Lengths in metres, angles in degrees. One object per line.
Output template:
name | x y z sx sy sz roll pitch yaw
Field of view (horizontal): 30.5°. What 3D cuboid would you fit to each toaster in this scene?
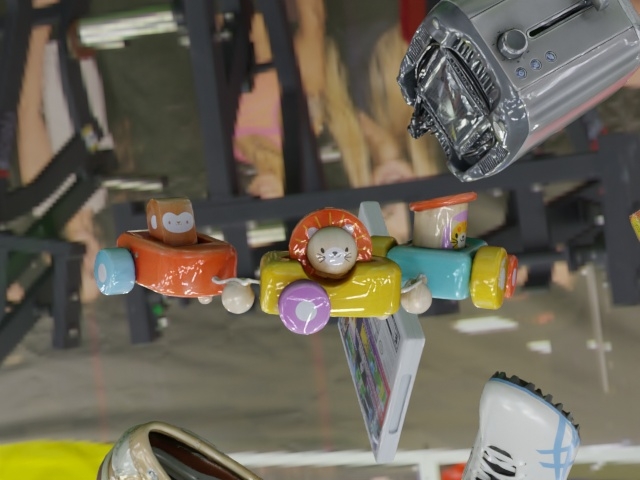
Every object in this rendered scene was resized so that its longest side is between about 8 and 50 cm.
toaster | 0.157 -0.137 0.930 0.146 0.129 0.227 -30 173 -11

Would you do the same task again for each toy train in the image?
toy train | 0.000 0.000 0.479 0.166 0.046 0.125 -4 -169 -30

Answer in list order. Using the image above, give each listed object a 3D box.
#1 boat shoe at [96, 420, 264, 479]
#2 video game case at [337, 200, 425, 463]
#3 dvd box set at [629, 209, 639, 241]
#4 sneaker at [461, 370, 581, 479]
boat shoe | -0.025 0.157 0.599 0.190 0.068 0.072 33 140 -9
video game case | 0.058 0.092 1.200 0.023 0.183 0.201 -2 -138 -13
dvd box set | 0.344 0.135 0.710 0.062 0.420 0.307 -22 171 -7
sneaker | 0.154 0.190 0.952 0.085 0.086 0.237 26 148 24
